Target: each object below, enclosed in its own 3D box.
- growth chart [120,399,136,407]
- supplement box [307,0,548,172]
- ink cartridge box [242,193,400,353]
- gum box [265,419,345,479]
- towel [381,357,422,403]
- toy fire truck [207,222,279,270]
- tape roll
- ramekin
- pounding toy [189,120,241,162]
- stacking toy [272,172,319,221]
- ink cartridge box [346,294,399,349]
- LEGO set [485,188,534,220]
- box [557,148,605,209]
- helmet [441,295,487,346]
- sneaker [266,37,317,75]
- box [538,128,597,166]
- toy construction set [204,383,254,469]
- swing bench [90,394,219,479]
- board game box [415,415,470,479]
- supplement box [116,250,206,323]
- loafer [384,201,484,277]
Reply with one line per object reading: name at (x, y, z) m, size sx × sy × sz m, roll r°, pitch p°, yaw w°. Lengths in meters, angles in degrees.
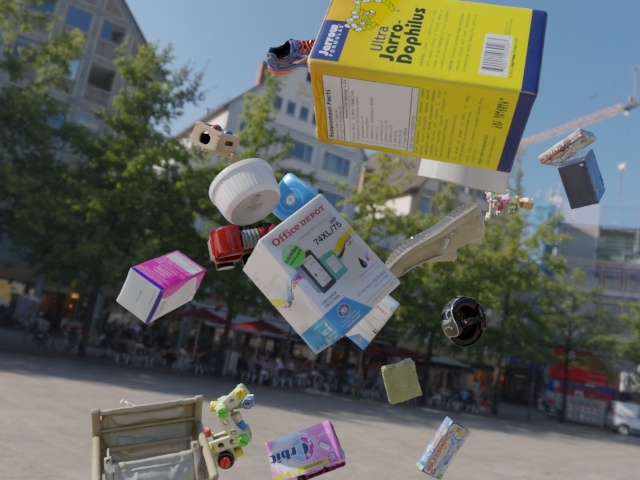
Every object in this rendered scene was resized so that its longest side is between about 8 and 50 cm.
growth chart at (-0.539, 0.560, 1.835) m, size 0.172 × 0.021 × 0.237 m, roll 46°, pitch -28°, yaw -24°
supplement box at (0.178, -0.277, 1.004) m, size 0.356 × 0.195 × 0.194 m, roll 12°, pitch -29°, yaw 11°
ink cartridge box at (-0.005, 0.079, 1.326) m, size 0.270 × 0.198 × 0.197 m, roll 48°, pitch -27°, yaw 5°
gum box at (-0.034, 0.544, 1.485) m, size 0.188 × 0.107 × 0.062 m, roll -21°, pitch -36°, yaw 1°
towel at (0.248, 0.435, 1.794) m, size 0.110 × 0.148 × 0.027 m, roll -18°, pitch 23°, yaw -1°
toy fire truck at (-0.187, 0.012, 1.635) m, size 0.217 × 0.159 × 0.246 m, roll -7°, pitch -13°, yaw -22°
tape roll at (0.403, -0.232, 1.588) m, size 0.246 × 0.169 × 0.246 m, roll 13°, pitch 7°, yaw -2°
ramekin at (-0.220, -0.137, 1.754) m, size 0.207 × 0.109 × 0.207 m, roll -26°, pitch -25°, yaw -13°
pounding toy at (-0.371, -0.365, 2.143) m, size 0.206 × 0.094 × 0.181 m, roll 29°, pitch 13°, yaw 22°
stacking toy at (-0.064, -0.131, 2.290) m, size 0.175 × 0.166 × 0.302 m, roll 38°, pitch 6°, yaw 19°
ink cartridge box at (0.162, 0.261, 2.070) m, size 0.148 × 0.203 × 0.086 m, roll 40°, pitch 29°, yaw 11°
LEGO set at (0.653, -0.116, 2.073) m, size 0.132 × 0.107 × 0.287 m, roll 3°, pitch -4°, yaw 38°
box at (0.882, -0.208, 1.965) m, size 0.093 × 0.156 × 0.158 m, roll -15°, pitch 11°, yaw 37°
helmet at (0.514, 0.293, 2.105) m, size 0.169 × 0.169 × 0.161 m, roll 9°, pitch -29°, yaw 3°
sneaker at (-0.060, -0.562, 1.738) m, size 0.221 × 0.083 × 0.087 m, roll -19°, pitch -25°, yaw 6°
box at (0.701, -0.262, 1.655) m, size 0.094 × 0.027 × 0.137 m, roll 0°, pitch -29°, yaw -44°
toy construction set at (-0.330, 0.540, 1.643) m, size 0.327 × 0.215 × 0.151 m, roll -16°, pitch 6°, yaw 9°
swing bench at (-0.375, 0.499, 1.302) m, size 0.253 × 0.165 × 0.255 m, roll -2°, pitch 29°, yaw -20°
board game box at (0.428, 0.724, 2.027) m, size 0.136 × 0.201 × 0.035 m, roll 38°, pitch -6°, yaw -39°
supplement box at (-0.425, 0.121, 1.578) m, size 0.114 × 0.111 × 0.220 m, roll 34°, pitch 19°, yaw 12°
loafer at (0.272, 0.017, 1.360) m, size 0.268 × 0.092 × 0.102 m, roll -34°, pitch 7°, yaw 9°
